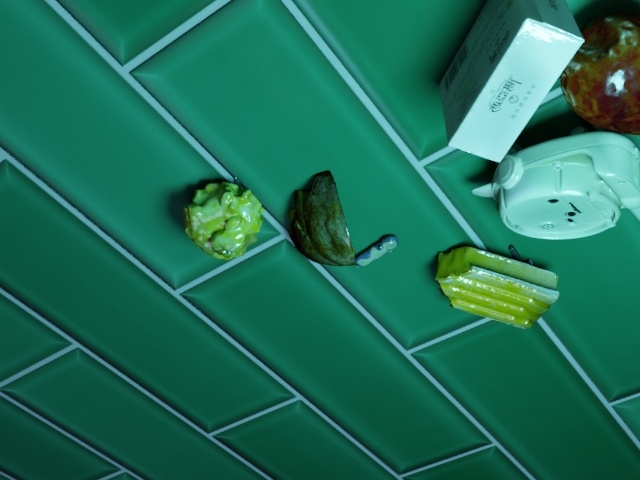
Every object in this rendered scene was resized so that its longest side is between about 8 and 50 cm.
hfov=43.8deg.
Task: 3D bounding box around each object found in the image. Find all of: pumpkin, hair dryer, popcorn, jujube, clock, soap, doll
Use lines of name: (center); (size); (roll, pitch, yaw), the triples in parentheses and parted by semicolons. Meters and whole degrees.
pumpkin: (0.000, 0.000, 1.659); (0.130, 0.149, 0.254); (-13, 133, 2)
hair dryer: (0.438, 0.043, 1.769); (0.047, 0.026, 0.083); (-25, 125, 21)
popcorn: (-0.197, -0.047, 1.634); (0.173, 0.142, 0.173); (14, 126, 20)
jujube: (0.529, -0.275, 1.371); (0.255, 0.190, 0.190); (27, 129, -32)
clock: (0.465, -0.088, 1.531); (0.324, 0.108, 0.265); (-12, 154, 37)
soap: (0.375, 0.101, 1.764); (0.257, 0.080, 0.160); (18, 142, -5)
doll: (0.121, 0.026, 1.758); (0.037, 0.027, 0.125); (27, 129, -38)

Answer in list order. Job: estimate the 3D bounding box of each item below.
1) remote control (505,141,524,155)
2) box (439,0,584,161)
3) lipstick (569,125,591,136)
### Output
remote control: (0.387, -0.163, 1.580); (0.124, 0.018, 0.053); (31, 128, -25)
box: (0.307, -0.295, 1.338); (0.111, 0.194, 0.260); (18, 132, -15)
lipstick: (0.543, -0.176, 1.550); (0.131, 0.038, 0.038); (28, 128, -24)
